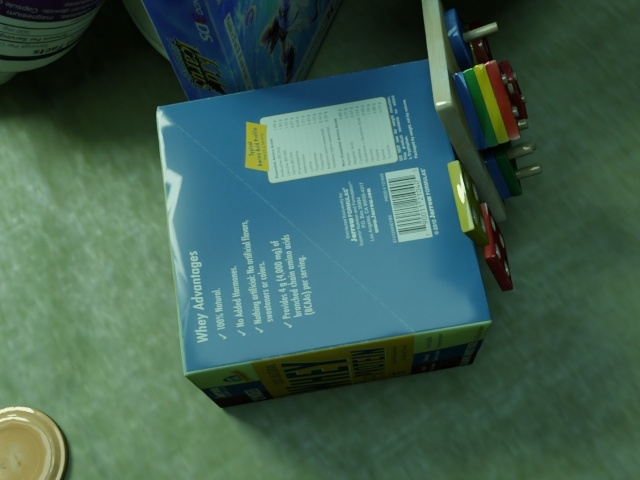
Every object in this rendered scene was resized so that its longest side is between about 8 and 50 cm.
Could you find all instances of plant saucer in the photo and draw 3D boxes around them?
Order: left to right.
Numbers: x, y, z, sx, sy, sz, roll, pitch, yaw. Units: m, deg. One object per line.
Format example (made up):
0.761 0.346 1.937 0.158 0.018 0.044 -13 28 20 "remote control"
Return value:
-0.235 0.168 0.701 0.083 0.013 0.083 -2 70 5 "plant saucer"

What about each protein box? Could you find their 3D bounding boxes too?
0.000 0.000 0.677 0.201 0.136 0.200 -10 70 1 "protein box"

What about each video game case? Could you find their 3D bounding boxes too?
-0.036 -0.224 0.689 0.061 0.269 0.244 19 73 12 "video game case"

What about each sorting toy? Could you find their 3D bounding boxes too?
0.120 -0.097 0.662 0.046 0.132 0.275 -16 48 19 "sorting toy"

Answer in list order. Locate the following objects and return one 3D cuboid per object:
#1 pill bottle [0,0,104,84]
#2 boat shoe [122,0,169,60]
-0.226 -0.249 0.682 0.181 0.323 0.182 18 56 -30 "pill bottle"
-0.148 -0.282 0.804 0.091 0.109 0.305 -19 68 -31 "boat shoe"
